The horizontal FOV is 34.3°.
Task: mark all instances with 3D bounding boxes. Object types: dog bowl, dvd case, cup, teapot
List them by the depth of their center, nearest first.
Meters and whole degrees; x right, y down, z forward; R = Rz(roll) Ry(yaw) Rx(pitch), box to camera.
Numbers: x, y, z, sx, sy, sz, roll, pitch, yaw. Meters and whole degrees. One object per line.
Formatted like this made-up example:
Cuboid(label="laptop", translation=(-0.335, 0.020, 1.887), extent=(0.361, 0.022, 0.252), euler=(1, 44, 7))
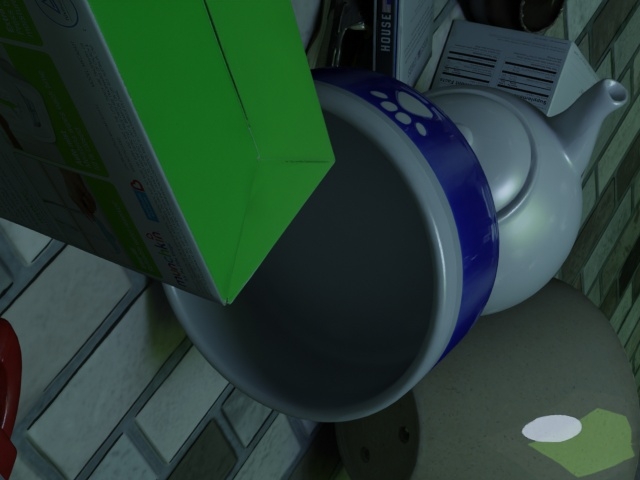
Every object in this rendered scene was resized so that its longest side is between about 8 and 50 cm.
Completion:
Cuboid(label="dog bowl", translation=(0.000, 0.000, 0.809), extent=(0.104, 0.265, 0.264), euler=(-29, 131, -53))
Cuboid(label="dvd case", translation=(0.084, -0.259, 0.978), extent=(0.179, 0.030, 0.238), euler=(-60, 155, -57))
Cuboid(label="teapot", translation=(0.129, -0.055, 1.005), extent=(0.256, 0.253, 0.187), euler=(-62, 159, -14))
Cuboid(label="cup", translation=(0.159, 0.202, 1.186), extent=(0.237, 0.331, 0.331), euler=(2, 107, -32))

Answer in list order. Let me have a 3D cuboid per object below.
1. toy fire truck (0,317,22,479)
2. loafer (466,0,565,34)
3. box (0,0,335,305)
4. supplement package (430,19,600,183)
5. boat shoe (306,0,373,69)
Cuboid(label="toy fire truck", translation=(-0.229, 0.028, 0.524), extent=(0.217, 0.159, 0.246), euler=(93, 7, -61))
Cuboid(label="loafer", translation=(0.229, -0.304, 1.118), extent=(0.366, 0.130, 0.133), euler=(16, 93, -68))
Cuboid(label="box", translation=(-0.143, -0.116, 0.542), extent=(0.126, 0.231, 0.262), euler=(-54, 146, -28))
Cuboid(label="supplement package", translation=(0.222, -0.121, 1.217), extent=(0.194, 0.149, 0.203), euler=(19, 89, -60))
Cuboid(label="boat shoe", translation=(0.028, -0.198, 0.953), extent=(0.056, 0.049, 0.152), euler=(10, 97, -59))
